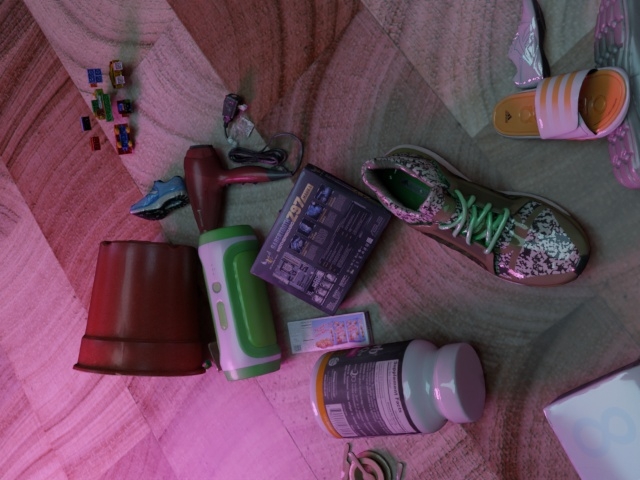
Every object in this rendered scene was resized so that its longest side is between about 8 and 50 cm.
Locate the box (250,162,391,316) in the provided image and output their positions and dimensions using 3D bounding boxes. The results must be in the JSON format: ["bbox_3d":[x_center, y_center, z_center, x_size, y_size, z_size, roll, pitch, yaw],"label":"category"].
[{"bbox_3d":[0.000,0.000,1.386,0.183,0.059,0.233,28,108,-1],"label":"box"}]

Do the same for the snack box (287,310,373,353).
[{"bbox_3d":[0.017,0.179,1.446,0.178,0.022,0.064,-12,85,32],"label":"snack box"}]

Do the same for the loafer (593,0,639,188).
[{"bbox_3d":[0.483,-0.235,1.103,0.111,0.112,0.320,-6,88,-4],"label":"loafer"}]

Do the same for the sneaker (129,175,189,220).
[{"bbox_3d":[-0.357,-0.095,1.652,0.162,0.063,0.073,-21,64,26],"label":"sneaker"}]

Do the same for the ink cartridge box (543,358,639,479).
[{"bbox_3d":[0.570,0.300,1.072,0.385,0.091,0.308,-35,75,29],"label":"ink cartridge box"}]

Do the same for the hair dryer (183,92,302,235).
[{"bbox_3d":[-0.187,-0.135,1.524,0.223,0.080,0.294,41,112,23],"label":"hair dryer"}]

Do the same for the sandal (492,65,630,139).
[{"bbox_3d":[0.345,-0.198,1.140,0.265,0.076,0.102,-3,92,58],"label":"sandal"}]

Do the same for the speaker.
[{"bbox_3d":[-0.162,0.124,1.492,0.131,0.131,0.297,-15,84,31],"label":"speaker"}]

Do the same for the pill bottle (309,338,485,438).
[{"bbox_3d":[0.133,0.259,1.298,0.278,0.162,0.162,-13,86,31],"label":"pill bottle"}]

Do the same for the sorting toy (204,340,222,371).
[{"bbox_3d":[-0.216,0.242,1.557,0.012,0.083,0.062,-27,79,40],"label":"sorting toy"}]

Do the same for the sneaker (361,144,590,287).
[{"bbox_3d":[0.228,-0.036,1.211,0.410,0.182,0.158,27,106,28],"label":"sneaker"}]

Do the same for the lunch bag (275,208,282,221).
[{"bbox_3d":[-0.067,-0.015,1.471,0.083,0.053,0.071,42,116,51],"label":"lunch bag"}]

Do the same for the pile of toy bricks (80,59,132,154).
[{"bbox_3d":[-0.498,-0.301,1.705,0.105,0.118,0.212,13,111,63],"label":"pile of toy bricks"}]

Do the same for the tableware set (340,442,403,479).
[{"bbox_3d":[0.082,0.498,1.410,0.128,0.039,0.194,11,98,31],"label":"tableware set"}]

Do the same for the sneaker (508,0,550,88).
[{"bbox_3d":[0.334,-0.322,1.209,0.061,0.053,0.152,-3,91,34],"label":"sneaker"}]

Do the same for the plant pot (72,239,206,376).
[{"bbox_3d":[-0.369,0.138,1.556,0.272,0.272,0.265,-1,85,32],"label":"plant pot"}]
